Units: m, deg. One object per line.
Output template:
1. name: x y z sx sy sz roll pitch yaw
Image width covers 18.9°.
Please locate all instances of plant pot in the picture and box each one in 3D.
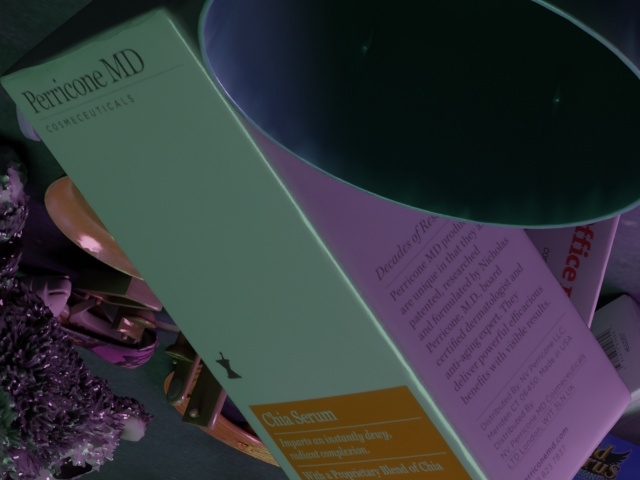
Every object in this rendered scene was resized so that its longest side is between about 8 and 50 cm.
1. plant pot: -0.156 -0.015 1.894 0.236 0.032 0.236 16 155 8
2. plant pot: 0.101 -0.181 1.178 0.293 0.235 0.293 17 156 8

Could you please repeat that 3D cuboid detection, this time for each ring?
1. ring: -0.031 0.220 2.372 0.337 0.032 0.336 17 156 8

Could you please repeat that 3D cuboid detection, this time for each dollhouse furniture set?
1. dollhouse furniture set: -0.193 0.120 2.131 0.151 0.123 0.144 28 166 -35

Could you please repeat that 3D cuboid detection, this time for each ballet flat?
1. ballet flat: -0.287 0.084 2.239 0.221 0.077 0.079 24 138 -21

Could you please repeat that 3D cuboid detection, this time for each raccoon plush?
1. raccoon plush: -0.288 0.104 2.092 0.216 0.446 0.299 34 -154 22

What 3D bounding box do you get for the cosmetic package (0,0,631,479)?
1. cosmetic package: 0.000 0.000 1.397 0.230 0.161 0.453 -14 116 52

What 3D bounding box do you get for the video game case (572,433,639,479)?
1. video game case: 0.299 0.253 1.845 0.269 0.061 0.244 21 164 33

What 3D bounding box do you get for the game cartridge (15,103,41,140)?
1. game cartridge: -0.265 -0.129 1.775 0.017 0.056 0.083 9 154 4

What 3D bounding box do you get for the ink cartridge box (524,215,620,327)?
1. ink cartridge box: 0.102 0.024 1.653 0.273 0.198 0.115 18 155 2

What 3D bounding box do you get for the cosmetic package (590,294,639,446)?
1. cosmetic package: 0.338 0.164 1.855 0.085 0.117 0.231 -34 131 23
